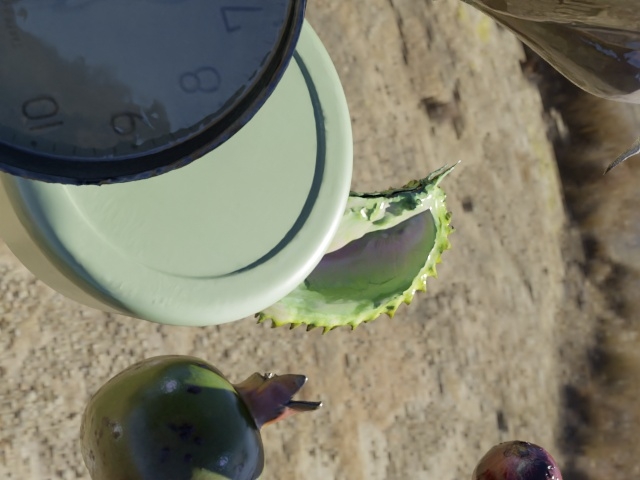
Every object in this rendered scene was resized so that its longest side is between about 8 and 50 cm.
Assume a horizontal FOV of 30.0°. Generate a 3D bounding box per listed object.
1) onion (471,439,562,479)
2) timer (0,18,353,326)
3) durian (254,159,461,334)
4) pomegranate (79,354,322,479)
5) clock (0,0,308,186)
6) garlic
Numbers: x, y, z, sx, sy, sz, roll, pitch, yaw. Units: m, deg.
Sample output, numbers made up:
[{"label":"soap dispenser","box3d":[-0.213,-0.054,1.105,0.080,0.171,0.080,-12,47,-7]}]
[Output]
[{"label":"onion","box3d":[0.282,0.346,1.702,0.131,0.131,0.131,24,60,-50]},{"label":"timer","box3d":[-0.171,-0.063,1.003,0.291,0.315,0.291,5,80,-30]},{"label":"durian","box3d":[0.000,0.000,1.311,0.352,0.169,0.158,2,50,-33]},{"label":"pomegranate","box3d":[-0.183,0.259,1.670,0.323,0.291,0.291,-49,132,0]},{"label":"clock","box3d":[-0.109,-0.123,0.529,0.215,0.215,0.042,57,16,-28]},{"label":"garlic","box3d":[0.275,-0.220,1.077,0.340,0.246,0.231,41,8,-23]}]
